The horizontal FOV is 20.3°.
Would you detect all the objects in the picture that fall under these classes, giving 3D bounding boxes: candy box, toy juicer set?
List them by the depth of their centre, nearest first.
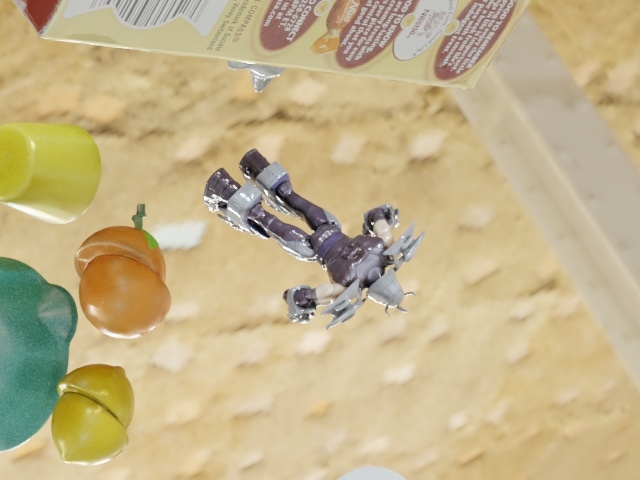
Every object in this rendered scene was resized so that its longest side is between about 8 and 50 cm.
[{"bbox_3d":[-0.048,-0.178,0.958,0.316,0.183,0.087,2,-49,-46],"label":"candy box"},{"bbox_3d":[-0.205,0.099,1.195,0.329,0.209,0.089,-57,-29,13],"label":"toy juicer set"}]

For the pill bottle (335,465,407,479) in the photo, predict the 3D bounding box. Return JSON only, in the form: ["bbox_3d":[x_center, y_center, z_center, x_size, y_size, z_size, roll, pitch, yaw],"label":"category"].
[{"bbox_3d":[0.078,0.311,1.752,0.131,0.131,0.229,-30,-35,2],"label":"pill bottle"}]

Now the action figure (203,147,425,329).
[{"bbox_3d":[0.000,0.000,2.097,0.185,0.285,0.099,-39,-28,-27],"label":"action figure"}]

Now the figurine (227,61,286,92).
[{"bbox_3d":[-0.056,-0.287,1.951,0.209,0.092,0.215,-55,-39,-10],"label":"figurine"}]
